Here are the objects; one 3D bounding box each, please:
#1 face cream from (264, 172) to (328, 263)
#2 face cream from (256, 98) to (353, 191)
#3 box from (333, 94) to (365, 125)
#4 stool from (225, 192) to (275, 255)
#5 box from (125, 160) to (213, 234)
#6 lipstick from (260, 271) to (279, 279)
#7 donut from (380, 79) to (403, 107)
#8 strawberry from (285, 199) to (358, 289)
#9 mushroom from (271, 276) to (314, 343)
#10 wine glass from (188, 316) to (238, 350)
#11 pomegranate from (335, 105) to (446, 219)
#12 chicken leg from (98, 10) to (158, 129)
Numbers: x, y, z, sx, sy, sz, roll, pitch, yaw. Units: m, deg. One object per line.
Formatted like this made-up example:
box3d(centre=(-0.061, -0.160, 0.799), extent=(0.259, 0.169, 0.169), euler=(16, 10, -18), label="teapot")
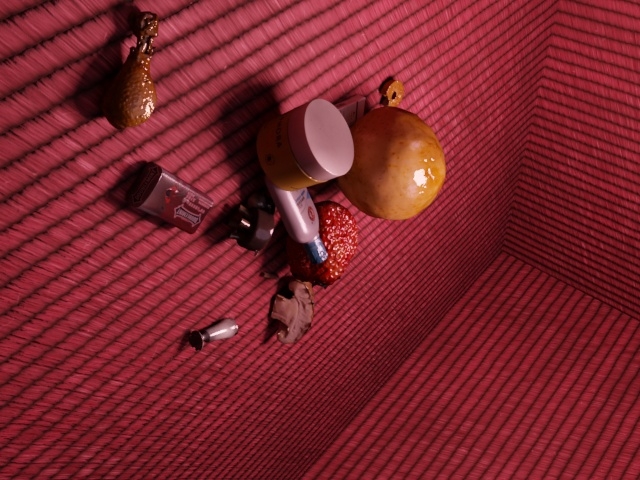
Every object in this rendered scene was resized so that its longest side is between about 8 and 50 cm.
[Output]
box3d(centre=(-0.066, -0.081, 1.783), extent=(0.336, 0.080, 0.163), euler=(66, 27, -21), label="face cream")
box3d(centre=(-0.042, -0.261, 1.626), extent=(0.218, 0.179, 0.218), euler=(21, 62, -47), label="face cream")
box3d(centre=(0.084, -0.414, 1.907), extent=(0.154, 0.040, 0.083), euler=(-33, 139, -39), label="box")
box3d(centre=(-0.199, -0.062, 1.722), extent=(0.121, 0.125, 0.217), euler=(26, 61, -28), label="stool")
box3d(centre=(-0.375, -0.103, 1.477), extent=(0.120, 0.069, 0.224), euler=(-57, 152, -3), label="box")
box3d(centre=(-0.175, 0.123, 2.029), extent=(0.094, 0.019, 0.019), euler=(19, 101, -60), label="lipstick")
box3d(centre=(0.251, -0.518, 2.058), extent=(0.097, 0.043, 0.108), euler=(-42, 145, -26), label="donut")
box3d(centre=(0.000, 0.000, 1.980), extent=(0.250, 0.239, 0.288), euler=(-71, 161, -51), label="strawberry")
box3d(centre=(-0.089, 0.243, 2.185), extent=(0.151, 0.156, 0.285), euler=(-63, 170, -64), label="mushroom")
box3d(centre=(-0.345, 0.302, 1.891), extent=(0.155, 0.072, 0.072), euler=(-16, 129, -49), label="wine glass")
box3d(centre=(0.202, -0.246, 1.908), extent=(0.410, 0.410, 0.410), euler=(-37, 144, -33), label="pomegranate")
box3d(centre=(-0.386, -0.352, 1.219), extent=(0.107, 0.087, 0.251), euler=(1, 111, -48), label="chicken leg")
